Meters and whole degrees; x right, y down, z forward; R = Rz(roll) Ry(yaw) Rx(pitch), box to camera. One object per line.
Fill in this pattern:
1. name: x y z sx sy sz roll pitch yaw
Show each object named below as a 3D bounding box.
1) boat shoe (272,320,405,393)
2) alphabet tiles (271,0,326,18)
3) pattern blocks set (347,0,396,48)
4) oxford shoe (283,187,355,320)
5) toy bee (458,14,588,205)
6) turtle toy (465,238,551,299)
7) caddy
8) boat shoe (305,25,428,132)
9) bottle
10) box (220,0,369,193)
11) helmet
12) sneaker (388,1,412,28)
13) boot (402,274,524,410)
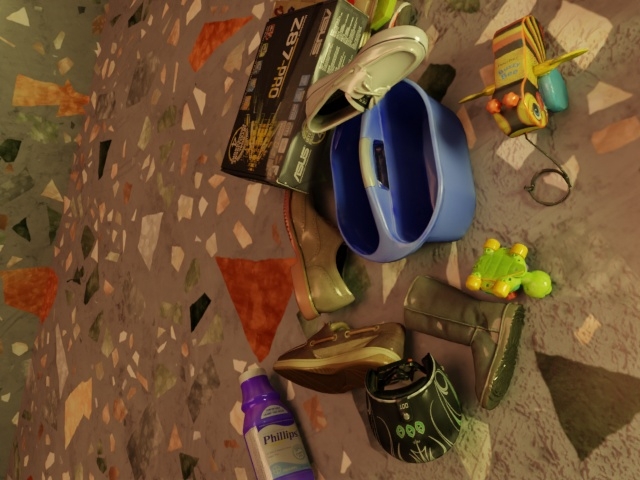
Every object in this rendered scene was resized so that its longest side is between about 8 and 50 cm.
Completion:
1. boat shoe: 0.036 0.228 1.097 0.341 0.123 0.123 -24 37 47
2. alphabet tiles: -0.064 -0.494 1.378 0.285 0.011 0.343 28 104 45
3. pattern blocks set: 0.071 -0.503 1.190 0.285 0.026 0.325 38 110 53
4. oxford shoe: 0.000 0.000 1.182 0.130 0.123 0.349 -16 64 11
5. toy bee: 0.317 -0.228 0.826 0.195 0.162 0.299 -40 57 33
6. turtle toy: 0.301 0.057 0.860 0.130 0.066 0.095 14 68 47
7. caddy: 0.134 -0.125 0.987 0.241 0.179 0.342 -20 69 42
8. boat shoe: 0.070 -0.266 0.928 0.267 0.096 0.088 -18 55 39
9. bottle: -0.111 0.424 1.197 0.092 0.118 0.283 -53 48 39
10. box: -0.074 -0.317 1.214 0.318 0.097 0.395 21 93 54
11. helmet: 0.156 0.285 0.899 0.169 0.169 0.162 -2 117 46
12. sneaker: 0.168 -0.401 1.100 0.064 0.061 0.158 21 101 19
13. boot: 0.226 0.165 0.918 0.208 0.076 0.190 10 77 40
